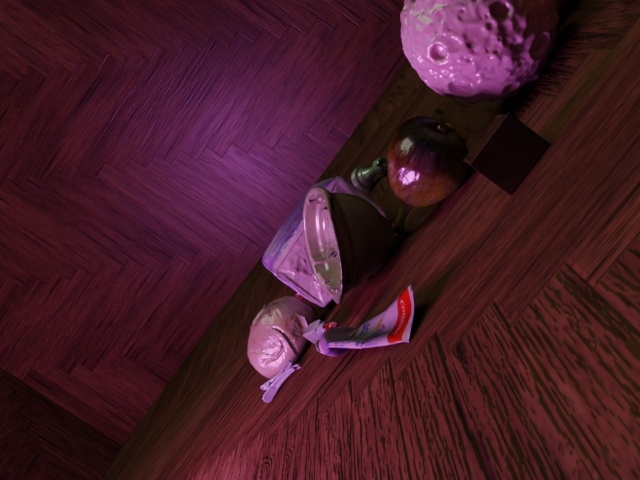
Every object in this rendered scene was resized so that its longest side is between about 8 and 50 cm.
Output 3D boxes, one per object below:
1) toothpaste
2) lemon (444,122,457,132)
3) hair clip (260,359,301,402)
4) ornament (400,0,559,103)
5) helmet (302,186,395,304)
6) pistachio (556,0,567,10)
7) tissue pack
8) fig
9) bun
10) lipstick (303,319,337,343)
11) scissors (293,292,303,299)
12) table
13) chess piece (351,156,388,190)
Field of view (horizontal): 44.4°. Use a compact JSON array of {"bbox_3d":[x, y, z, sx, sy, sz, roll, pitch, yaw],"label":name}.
[{"bbox_3d":[0.064,0.134,1.158,0.075,0.048,0.301,-54,9,-27],"label":"toothpaste"},{"bbox_3d":[0.229,-0.188,1.470,0.065,0.065,0.092,-55,9,-2],"label":"lemon"},{"bbox_3d":[-0.077,0.269,1.501,0.115,0.030,0.039,-52,27,36],"label":"hair clip"},{"bbox_3d":[0.255,-0.345,1.293,0.225,0.259,0.259,-52,8,30],"label":"ornament"},{"bbox_3d":[0.064,0.001,1.401,0.257,0.137,0.204,-128,31,-66],"label":"helmet"},{"bbox_3d":[0.397,-0.541,1.417,0.214,0.193,0.318,-114,47,-79],"label":"pistachio"},{"bbox_3d":[0.000,0.000,1.702,0.242,0.160,0.338,-54,7,-3],"label":"tissue pack"},{"bbox_3d":[0.157,-0.089,1.322,0.149,0.149,0.245,-64,-6,-50],"label":"fig"},{"bbox_3d":[-0.087,0.186,1.586,0.173,0.113,0.166,-56,7,7],"label":"bun"},{"bbox_3d":[0.005,0.163,1.440,0.030,0.030,0.129,-58,8,-23],"label":"lipstick"},{"bbox_3d":[0.005,0.059,1.961,0.248,0.017,0.144,-50,10,24],"label":"scissors"},{"bbox_3d":[0.243,-0.118,1.051,0.083,0.070,0.082,-54,8,8],"label":"table"},{"bbox_3d":[0.134,-0.176,2.039,0.103,0.067,0.067,-32,22,48],"label":"chess piece"}]
